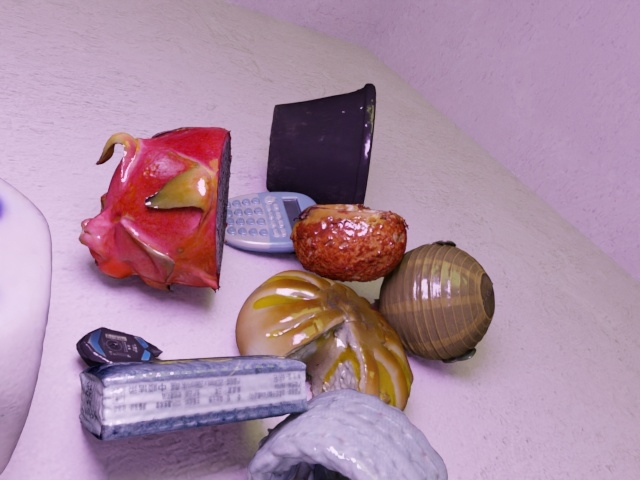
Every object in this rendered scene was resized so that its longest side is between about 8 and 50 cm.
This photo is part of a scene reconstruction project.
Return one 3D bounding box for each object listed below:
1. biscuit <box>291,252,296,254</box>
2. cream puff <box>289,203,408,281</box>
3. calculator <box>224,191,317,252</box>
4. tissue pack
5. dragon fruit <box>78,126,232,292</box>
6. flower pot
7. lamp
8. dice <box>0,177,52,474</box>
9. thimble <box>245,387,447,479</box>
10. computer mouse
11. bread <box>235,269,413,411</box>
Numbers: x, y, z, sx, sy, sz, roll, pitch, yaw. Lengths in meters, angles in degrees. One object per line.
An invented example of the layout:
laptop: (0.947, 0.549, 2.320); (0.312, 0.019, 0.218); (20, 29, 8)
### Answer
biscuit: (0.000, 0.000, 1.354); (0.187, 0.052, 0.056); (-3, 31, -42)
cream puff: (0.056, 0.004, 1.130); (0.239, 0.164, 0.240); (6, 14, -1)
calculator: (-0.093, -0.043, 1.276); (0.302, 0.042, 0.188); (0, 41, -18)
tissue pack: (-0.171, 0.196, 0.749); (0.256, 0.185, 0.081); (2, 79, -30)
dragon fruit: (-0.273, -0.056, 0.972); (0.225, 0.306, 0.306); (3, 34, -4)
flower pot: (-0.004, -0.212, 1.440); (0.250, 0.380, 0.379); (7, 32, -3)
lamp: (0.220, 0.134, 1.196); (0.250, 0.284, 0.251); (28, 56, -53)
dice: (-0.462, 0.085, 0.569); (0.304, 0.277, 0.304); (13, 33, -34)
thimble: (0.034, 0.311, 0.750); (0.250, 0.205, 0.171); (13, 21, 29)
computer mouse: (-0.295, 0.172, 0.834); (0.135, 0.047, 0.079); (17, 24, -38)
bread: (0.018, 0.176, 0.990); (0.332, 0.160, 0.333); (23, 29, -14)
